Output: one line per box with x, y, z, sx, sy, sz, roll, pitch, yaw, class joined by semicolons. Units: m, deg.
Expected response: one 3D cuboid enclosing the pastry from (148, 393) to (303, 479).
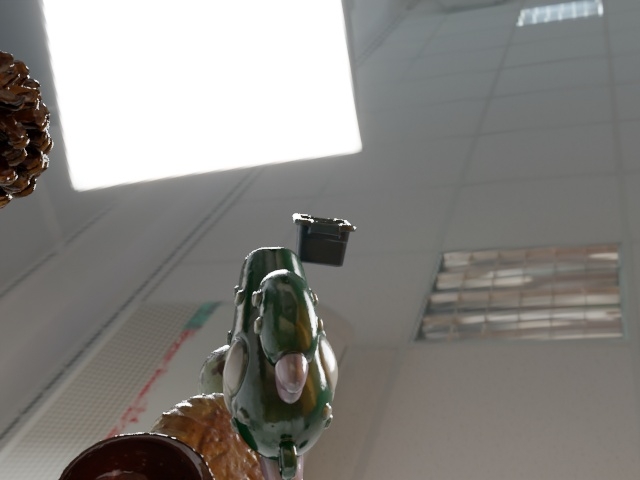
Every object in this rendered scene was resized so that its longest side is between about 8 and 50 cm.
-0.147;0.338;1.201;0.121;0.257;0.235;-44;-144;37;pastry

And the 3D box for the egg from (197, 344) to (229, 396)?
-0.103;0.270;1.445;0.169;0.231;0.169;-48;-163;20;egg

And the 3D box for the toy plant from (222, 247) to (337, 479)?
-0.041;0.127;0.847;0.113;0.232;0.243;-2;-154;-8;toy plant

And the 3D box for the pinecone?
-0.440;-0.151;1.061;0.222;0.221;0.221;-10;-157;4;pinecone

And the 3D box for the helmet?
-0.210;0.278;0.938;0.175;0.155;0.106;-16;-175;-19;helmet

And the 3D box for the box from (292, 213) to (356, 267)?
0.000;0.000;1.040;0.074;0.054;0.099;9;-175;-4;box
